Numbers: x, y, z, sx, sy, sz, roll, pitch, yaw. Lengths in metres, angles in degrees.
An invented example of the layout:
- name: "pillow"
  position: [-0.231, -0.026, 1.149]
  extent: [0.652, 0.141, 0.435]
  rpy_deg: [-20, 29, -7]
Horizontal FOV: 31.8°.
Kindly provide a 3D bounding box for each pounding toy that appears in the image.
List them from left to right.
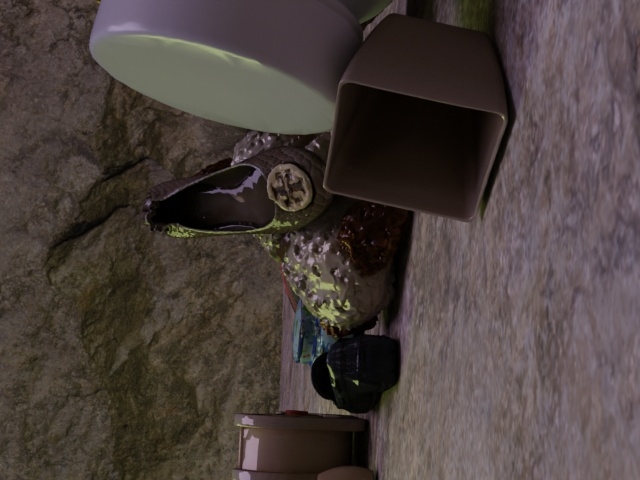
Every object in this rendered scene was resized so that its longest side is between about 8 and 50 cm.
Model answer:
- name: "pounding toy"
  position: [-0.028, 0.278, 1.318]
  extent: [0.269, 0.154, 0.155]
  rpy_deg: [126, 147, -82]

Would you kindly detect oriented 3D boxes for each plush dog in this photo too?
- name: "plush dog"
  position: [0.001, -0.016, 1.159]
  extent: [0.225, 0.210, 0.262]
  rpy_deg: [59, 161, 27]

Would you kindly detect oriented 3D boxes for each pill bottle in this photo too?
- name: "pill bottle"
  position: [-0.026, -0.293, 0.827]
  extent: [0.224, 0.224, 0.392]
  rpy_deg: [122, 162, -80]

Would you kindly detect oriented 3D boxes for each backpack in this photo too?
- name: "backpack"
  position: [0.006, 0.122, 1.417]
  extent: [0.105, 0.084, 0.114]
  rpy_deg: [-96, 7, -72]

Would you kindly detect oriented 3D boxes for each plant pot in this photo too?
- name: "plant pot"
  position: [0.069, -0.092, 0.771]
  extent: [0.109, 0.108, 0.096]
  rpy_deg: [99, -176, -51]

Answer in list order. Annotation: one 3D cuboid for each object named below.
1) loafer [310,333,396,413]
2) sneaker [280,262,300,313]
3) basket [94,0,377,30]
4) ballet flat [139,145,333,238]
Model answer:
- name: "loafer"
  position: [0.028, 0.139, 1.190]
  extent: [0.223, 0.078, 0.076]
  rpy_deg: [110, 162, -74]
- name: "sneaker"
  position: [0.000, 0.000, 1.473]
  extent: [0.135, 0.097, 0.276]
  rpy_deg: [-93, 9, -65]
- name: "basket"
  position: [-0.092, -0.294, 1.083]
  extent: [0.299, 0.213, 0.223]
  rpy_deg: [56, -149, -15]
- name: "ballet flat"
  position: [-0.092, -0.039, 1.099]
  extent: [0.058, 0.249, 0.084]
  rpy_deg: [-22, -78, -48]
